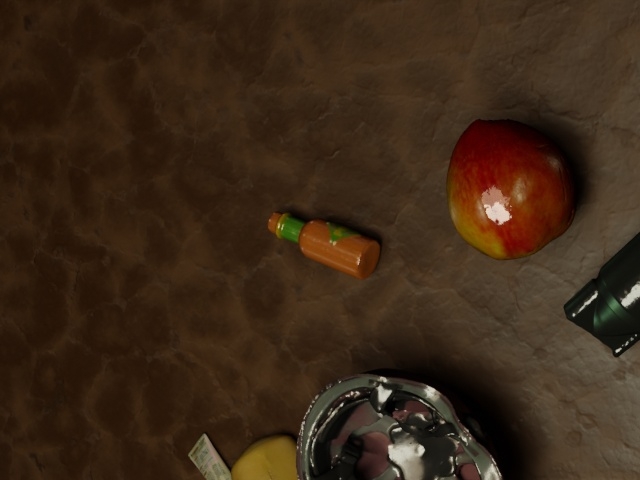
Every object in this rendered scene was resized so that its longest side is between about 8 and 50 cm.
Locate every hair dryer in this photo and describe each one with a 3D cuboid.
[{"bbox_3d":[0.450,0.104,1.560,0.116,0.302,0.244,30,118,-22],"label":"hair dryer"}]

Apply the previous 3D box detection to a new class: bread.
[{"bbox_3d":[-0.062,0.425,1.986,0.147,0.098,0.217,-40,76,24],"label":"bread"}]

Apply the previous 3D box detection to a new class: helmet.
[{"bbox_3d":[0.137,0.332,1.799,0.338,0.197,0.271,37,105,15],"label":"helmet"}]

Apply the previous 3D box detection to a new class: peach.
[{"bbox_3d":[0.258,-0.077,1.695,0.197,0.197,0.197,4,97,30],"label":"peach"}]

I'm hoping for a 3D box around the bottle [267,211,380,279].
[{"bbox_3d":[0.000,0.000,1.918,0.187,0.069,0.069,21,105,26],"label":"bottle"}]

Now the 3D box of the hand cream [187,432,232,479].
[{"bbox_3d":[-0.174,0.399,2.086,0.143,0.039,0.061,51,124,26],"label":"hand cream"}]
